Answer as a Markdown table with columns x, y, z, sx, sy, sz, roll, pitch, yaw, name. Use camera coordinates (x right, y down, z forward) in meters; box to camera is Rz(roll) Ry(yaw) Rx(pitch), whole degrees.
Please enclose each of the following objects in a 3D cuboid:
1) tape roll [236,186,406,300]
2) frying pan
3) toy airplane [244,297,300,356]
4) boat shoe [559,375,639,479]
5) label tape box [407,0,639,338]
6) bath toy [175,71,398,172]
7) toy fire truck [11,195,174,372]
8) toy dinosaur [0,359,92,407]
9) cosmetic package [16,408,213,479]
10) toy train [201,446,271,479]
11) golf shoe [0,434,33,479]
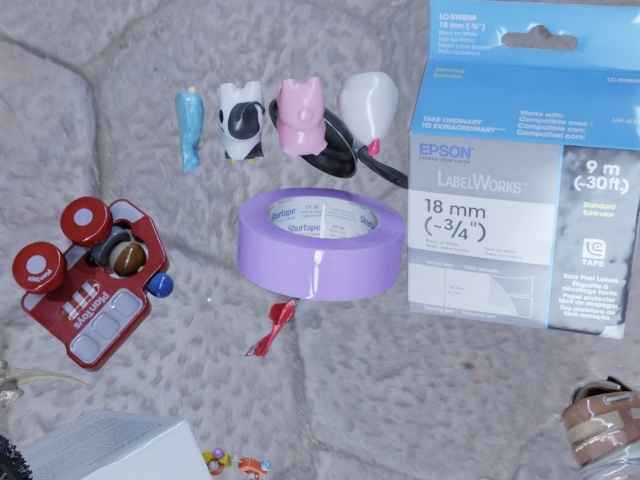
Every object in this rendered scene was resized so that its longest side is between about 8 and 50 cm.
| x | y | z | sx | sy | sz | roll | pitch | yaw | name |
| --- | --- | --- | --- | --- | --- | --- | --- | --- | --- |
| 0.000 | 0.000 | 1.581 | 0.274 | 0.275 | 0.090 | 2 | 114 | -6 | tape roll |
| 0.030 | -0.180 | 1.653 | 0.053 | 0.326 | 0.197 | -51 | 122 | -19 | frying pan |
| -0.079 | 0.152 | 1.686 | 0.028 | 0.151 | 0.151 | 38 | 83 | 14 | toy airplane |
| 0.385 | 0.228 | 1.237 | 0.123 | 0.324 | 0.116 | -32 | 75 | 18 | boat shoe |
| 0.216 | -0.073 | 1.016 | 0.240 | 0.106 | 0.334 | 6 | 120 | 16 | label tape box |
| -0.048 | -0.182 | 1.500 | 0.348 | 0.151 | 0.129 | -6 | 90 | -4 | bath toy |
| -0.419 | 0.076 | 1.848 | 0.253 | 0.169 | 0.302 | 36 | 71 | 19 | toy fire truck |
| -0.334 | 0.144 | 1.002 | 0.183 | 0.092 | 0.053 | -6 | 87 | -15 | toy dinosaur |
| -0.355 | 0.482 | 1.484 | 0.329 | 0.393 | 0.328 | -26 | 98 | -31 | cosmetic package |
| -0.178 | 0.417 | 1.722 | 0.125 | 0.166 | 0.046 | 40 | 44 | -42 | toy train |
| -0.372 | 0.306 | 1.115 | 0.093 | 0.077 | 0.198 | -22 | 115 | 11 | golf shoe |
